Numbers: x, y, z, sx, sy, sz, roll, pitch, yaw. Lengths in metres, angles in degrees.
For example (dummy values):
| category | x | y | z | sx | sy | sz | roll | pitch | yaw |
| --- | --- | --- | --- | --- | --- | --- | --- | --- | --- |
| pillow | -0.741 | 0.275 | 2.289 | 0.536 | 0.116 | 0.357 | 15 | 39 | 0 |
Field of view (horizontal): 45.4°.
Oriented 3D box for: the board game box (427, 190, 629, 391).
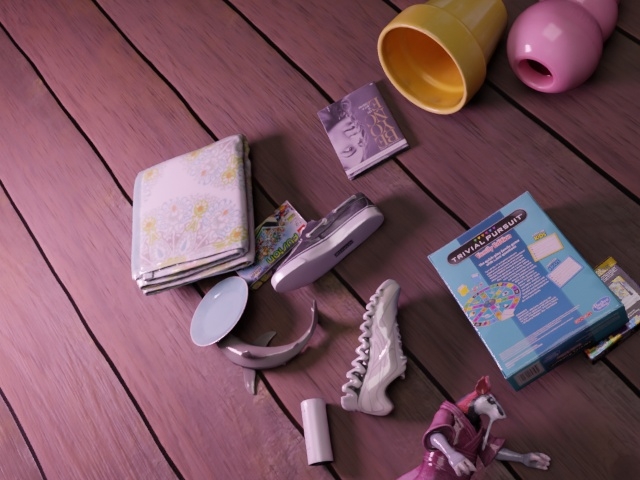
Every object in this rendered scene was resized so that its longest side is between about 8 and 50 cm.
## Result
| category | x | y | z | sx | sy | sz | roll | pitch | yaw |
| --- | --- | --- | --- | --- | --- | --- | --- | --- | --- |
| board game box | 0.406 | 0.094 | 1.540 | 0.253 | 0.079 | 0.336 | -34 | 48 | 8 |

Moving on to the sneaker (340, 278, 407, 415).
| category | x | y | z | sx | sy | sz | roll | pitch | yaw |
| --- | --- | --- | --- | --- | --- | --- | --- | --- | --- |
| sneaker | 0.135 | 0.229 | 1.628 | 0.118 | 0.110 | 0.292 | 13 | 83 | 18 |

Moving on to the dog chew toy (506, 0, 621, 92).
| category | x | y | z | sx | sy | sz | roll | pitch | yaw |
| --- | --- | --- | --- | --- | --- | --- | --- | --- | --- |
| dog chew toy | 0.559 | -0.489 | 1.697 | 0.206 | 0.207 | 0.332 | 29 | 74 | 29 |

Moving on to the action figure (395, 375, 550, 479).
| category | x | y | z | sx | sy | sz | roll | pitch | yaw |
| --- | --- | --- | --- | --- | --- | --- | --- | --- | --- |
| action figure | 0.248 | 0.432 | 1.475 | 0.275 | 0.248 | 0.370 | 7 | 71 | 53 |

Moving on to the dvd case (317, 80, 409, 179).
| category | x | y | z | sx | sy | sz | roll | pitch | yaw |
| --- | --- | --- | --- | --- | --- | --- | --- | --- | --- |
| dvd case | 0.102 | -0.274 | 1.888 | 0.164 | 0.018 | 0.221 | -28 | 62 | 9 |

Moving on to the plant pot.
| category | x | y | z | sx | sy | sz | roll | pitch | yaw |
| --- | --- | --- | --- | --- | --- | --- | --- | --- | --- |
| plant pot | 0.300 | -0.464 | 1.771 | 0.254 | 0.254 | 0.239 | 29 | 66 | 29 |

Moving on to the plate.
| category | x | y | z | sx | sy | sz | roll | pitch | yaw |
| --- | --- | --- | --- | --- | --- | --- | --- | --- | --- |
| plate | -0.234 | 0.170 | 1.807 | 0.188 | 0.024 | 0.188 | -29 | 39 | 27 |

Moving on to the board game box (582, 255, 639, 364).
| category | x | y | z | sx | sy | sz | roll | pitch | yaw |
| --- | --- | --- | --- | --- | --- | --- | --- | --- | --- |
| board game box | 0.558 | 0.138 | 1.520 | 0.170 | 0.048 | 0.141 | -38 | 58 | 4 |

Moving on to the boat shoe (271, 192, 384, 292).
| category | x | y | z | sx | sy | sz | roll | pitch | yaw |
| --- | --- | --- | --- | --- | --- | --- | --- | --- | --- |
| boat shoe | 0.000 | 0.000 | 1.766 | 0.301 | 0.108 | 0.102 | -39 | 62 | 0 |

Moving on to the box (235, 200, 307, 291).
| category | x | y | z | sx | sy | sz | roll | pitch | yaw |
| --- | --- | --- | --- | --- | --- | --- | --- | --- | --- |
| box | -0.120 | 0.013 | 1.849 | 0.207 | 0.036 | 0.114 | -43 | 60 | 1 |

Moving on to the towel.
| category | x | y | z | sx | sy | sz | roll | pitch | yaw |
| --- | --- | --- | --- | --- | --- | --- | --- | --- | --- |
| towel | -0.317 | -0.066 | 1.911 | 0.320 | 0.090 | 0.375 | -16 | 58 | 15 |

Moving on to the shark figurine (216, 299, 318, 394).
| category | x | y | z | sx | sy | sz | roll | pitch | yaw |
| --- | --- | --- | --- | --- | --- | --- | --- | --- | --- |
| shark figurine | -0.118 | 0.240 | 1.714 | 0.278 | 0.116 | 0.166 | -18 | 65 | 17 |

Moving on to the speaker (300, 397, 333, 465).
| category | x | y | z | sx | sy | sz | roll | pitch | yaw |
| --- | --- | --- | --- | --- | --- | --- | --- | --- | --- |
| speaker | -0.008 | 0.409 | 1.631 | 0.055 | 0.055 | 0.136 | -16 | 64 | 15 |
